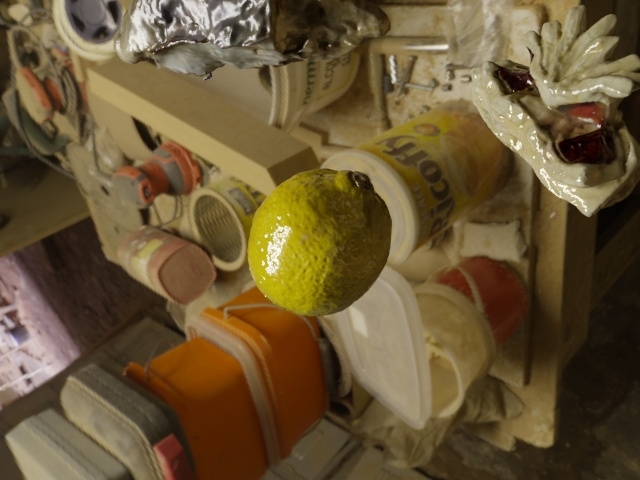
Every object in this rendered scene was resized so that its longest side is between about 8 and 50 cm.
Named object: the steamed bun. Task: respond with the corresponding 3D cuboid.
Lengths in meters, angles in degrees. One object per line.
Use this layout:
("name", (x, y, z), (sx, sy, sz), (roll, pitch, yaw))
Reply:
("steamed bun", (0.435, -0.259, 1.111), (0.189, 0.247, 0.428), (54, -170, -47))

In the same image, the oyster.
("oyster", (-0.097, -0.252, 0.684), (0.341, 0.110, 0.166), (22, 89, 28))

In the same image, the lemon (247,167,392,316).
("lemon", (0.000, 0.000, 0.488), (0.109, 0.109, 0.133), (41, 123, 20))
